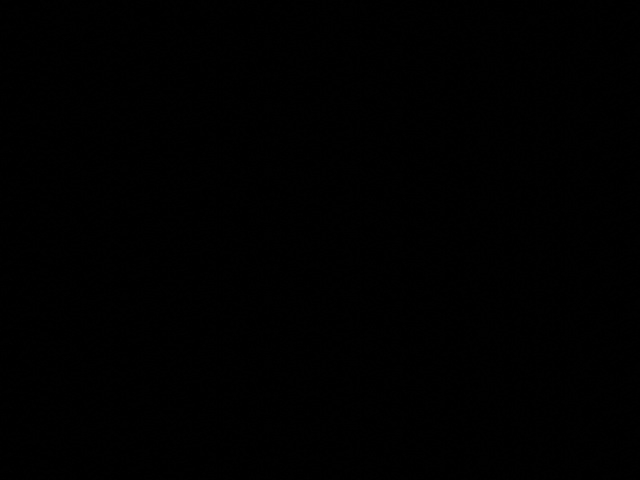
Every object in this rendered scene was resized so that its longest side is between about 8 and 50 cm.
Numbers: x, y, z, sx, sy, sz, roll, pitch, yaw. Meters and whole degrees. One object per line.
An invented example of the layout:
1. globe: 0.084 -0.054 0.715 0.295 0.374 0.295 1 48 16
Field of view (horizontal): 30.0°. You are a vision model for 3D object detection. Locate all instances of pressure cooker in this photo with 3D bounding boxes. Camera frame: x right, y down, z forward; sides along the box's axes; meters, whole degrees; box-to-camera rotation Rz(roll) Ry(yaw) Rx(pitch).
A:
1. pressure cooker: 0.045 -0.073 0.154 0.369 0.376 0.420 -24 157 -26
